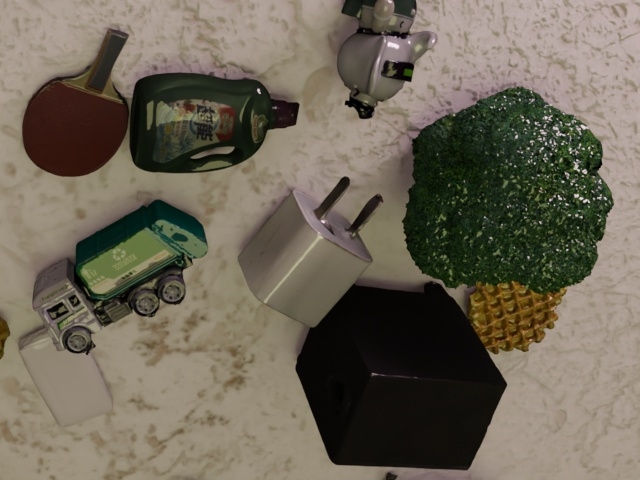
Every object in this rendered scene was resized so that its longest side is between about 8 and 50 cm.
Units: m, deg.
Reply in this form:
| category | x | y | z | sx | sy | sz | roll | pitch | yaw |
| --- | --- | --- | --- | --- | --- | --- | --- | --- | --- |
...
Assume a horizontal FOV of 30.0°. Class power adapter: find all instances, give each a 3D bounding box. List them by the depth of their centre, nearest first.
| category | x | y | z | sx | sy | sz | roll | pitch | yaw |
| --- | --- | --- | --- | --- | --- | --- | --- | --- | --- |
| power adapter | 0.000 | 0.000 | 1.686 | 0.130 | 0.125 | 0.205 | 31 | 108 | -32 |

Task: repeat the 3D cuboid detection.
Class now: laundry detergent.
| category | x | y | z | sx | sy | sz | roll | pitch | yaw |
| --- | --- | --- | --- | --- | --- | --- | --- | --- | --- |
| laundry detergent | -0.135 | -0.152 | 1.566 | 0.222 | 0.078 | 0.144 | -2 | 126 | -20 |

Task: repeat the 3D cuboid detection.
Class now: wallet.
| category | x | y | z | sx | sy | sz | roll | pitch | yaw |
| --- | --- | --- | --- | --- | --- | --- | --- | --- | --- |
| wallet | -0.374 | 0.198 | 1.757 | 0.095 | 0.033 | 0.190 | -20 | 128 | -7 |

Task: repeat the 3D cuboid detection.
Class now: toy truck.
| category | x | y | z | sx | sy | sz | roll | pitch | yaw |
| --- | --- | --- | --- | --- | --- | --- | --- | --- | --- |
| toy truck | -0.273 | 0.046 | 1.640 | 0.253 | 0.114 | 0.124 | -28 | 115 | 2 |

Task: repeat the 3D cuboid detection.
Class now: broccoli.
| category | x | y | z | sx | sy | sz | roll | pitch | yaw |
| --- | --- | --- | --- | --- | --- | --- | --- | --- | --- |
| broccoli | 0.255 | -0.054 | 1.669 | 0.308 | 0.308 | 0.275 | -11 | 164 | -11 |

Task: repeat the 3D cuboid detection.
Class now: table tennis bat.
| category | x | y | z | sx | sy | sz | roll | pitch | yaw |
| --- | --- | --- | --- | --- | --- | --- | --- | --- | --- |
| table tennis bat | -0.302 | -0.174 | 1.528 | 0.130 | 0.019 | 0.220 | 17 | 118 | -28 |

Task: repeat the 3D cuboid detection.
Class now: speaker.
| category | x | y | z | sx | sy | sz | roll | pitch | yaw |
| --- | --- | --- | --- | --- | --- | --- | --- | --- | --- |
| speaker | 0.106 | 0.196 | 1.780 | 0.232 | 0.254 | 0.184 | 7 | 121 | -23 |

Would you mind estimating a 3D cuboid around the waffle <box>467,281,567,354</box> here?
| category | x | y | z | sx | sy | sz | roll | pitch | yaw |
| --- | --- | --- | --- | --- | --- | --- | --- | --- | --- |
| waffle | 0.312 | 0.107 | 1.923 | 0.191 | 0.038 | 0.191 | -9 | 126 | -12 |

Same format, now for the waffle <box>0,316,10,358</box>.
| category | x | y | z | sx | sy | sz | roll | pitch | yaw |
| --- | --- | --- | --- | --- | --- | --- | --- | --- | --- |
| waffle | -0.568 | 0.150 | 1.648 | 0.254 | 0.052 | 0.245 | 30 | 111 | -34 |

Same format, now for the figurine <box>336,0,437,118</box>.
| category | x | y | z | sx | sy | sz | roll | pitch | yaw |
| --- | --- | --- | --- | --- | --- | --- | --- | --- | --- |
| figurine | 0.079 | -0.250 | 1.541 | 0.126 | 0.147 | 0.192 | 16 | 99 | -7 |

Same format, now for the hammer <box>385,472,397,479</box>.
| category | x | y | z | sx | sy | sz | roll | pitch | yaw |
| --- | --- | --- | --- | --- | --- | --- | --- | --- | --- |
| hammer | 0.218 | 0.486 | 2.167 | 0.297 | 0.027 | 0.125 | 14 | 118 | -27 |
